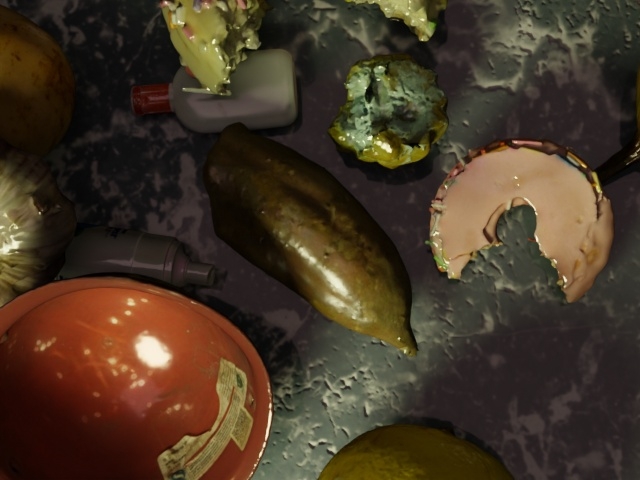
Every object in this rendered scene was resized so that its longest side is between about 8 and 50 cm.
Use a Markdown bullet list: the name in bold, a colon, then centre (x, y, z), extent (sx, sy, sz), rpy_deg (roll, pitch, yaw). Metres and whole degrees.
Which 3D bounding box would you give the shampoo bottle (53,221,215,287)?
- **shampoo bottle**: centre (-0.290, 0.025, 1.613), extent (0.303, 0.092, 0.092), rpy_deg (8, 85, 8)

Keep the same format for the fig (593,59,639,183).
- **fig**: centre (0.459, -0.162, 1.551), extent (0.190, 0.190, 0.290), rpy_deg (31, 124, 8)

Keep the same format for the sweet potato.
- **sweet potato**: centre (0.000, 0.000, 1.561), extent (0.369, 0.158, 0.158), rpy_deg (37, 89, 10)

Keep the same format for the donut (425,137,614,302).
- **donut**: centre (0.257, -0.036, 1.556), extent (0.232, 0.085, 0.199), rpy_deg (13, 102, 7)

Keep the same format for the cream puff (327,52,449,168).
- **cream puff**: centre (0.086, -0.163, 1.584), extent (0.156, 0.121, 0.156), rpy_deg (-13, 72, 47)

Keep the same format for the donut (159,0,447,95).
- **donut**: centre (-0.033, -0.366, 1.582), extent (0.371, 0.150, 0.307), rpy_deg (-15, 69, 0)

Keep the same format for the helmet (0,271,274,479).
- **helmet**: centre (-0.260, 0.169, 1.509), extent (0.385, 0.230, 0.338), rpy_deg (24, 103, -20)

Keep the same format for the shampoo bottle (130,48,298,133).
- **shampoo bottle**: centre (-0.143, -0.197, 1.642), extent (0.220, 0.051, 0.108), rpy_deg (-4, 85, 5)

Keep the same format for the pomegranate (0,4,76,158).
- **pomegranate**: centre (-0.443, -0.192, 1.592), extent (0.248, 0.248, 0.248), rpy_deg (-1, 84, 6)

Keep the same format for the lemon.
- **lemon**: centre (0.109, 0.366, 1.439), extent (0.297, 0.297, 0.297), rpy_deg (-1, 84, 6)

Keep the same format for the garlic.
- **garlic**: centre (-0.416, -0.020, 1.513), extent (0.245, 0.160, 0.245), rpy_deg (0, 108, 1)
